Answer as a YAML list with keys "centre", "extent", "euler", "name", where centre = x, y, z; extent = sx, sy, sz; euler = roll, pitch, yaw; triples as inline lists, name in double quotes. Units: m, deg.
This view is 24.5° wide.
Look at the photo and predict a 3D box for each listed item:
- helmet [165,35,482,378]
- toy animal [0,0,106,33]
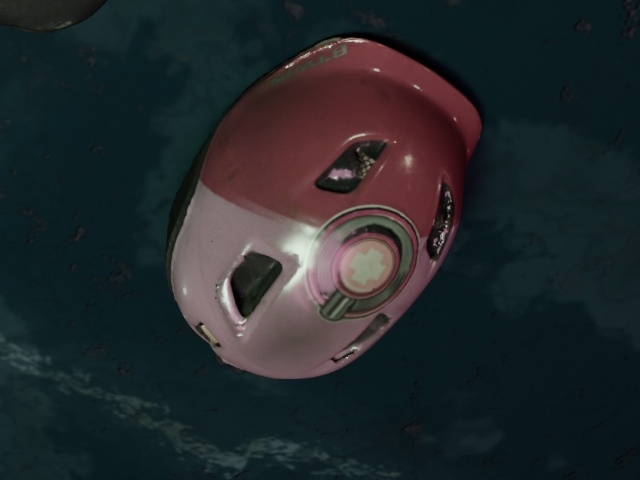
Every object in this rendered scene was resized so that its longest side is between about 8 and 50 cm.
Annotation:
- centre: [0.000, 0.000, 1.046]
  extent: [0.198, 0.154, 0.253]
  euler: [29, 128, -27]
  name: "helmet"
- centre: [-0.111, -0.253, 0.827]
  extent: [0.343, 0.106, 0.168]
  euler: [-38, 125, 22]
  name: "toy animal"
